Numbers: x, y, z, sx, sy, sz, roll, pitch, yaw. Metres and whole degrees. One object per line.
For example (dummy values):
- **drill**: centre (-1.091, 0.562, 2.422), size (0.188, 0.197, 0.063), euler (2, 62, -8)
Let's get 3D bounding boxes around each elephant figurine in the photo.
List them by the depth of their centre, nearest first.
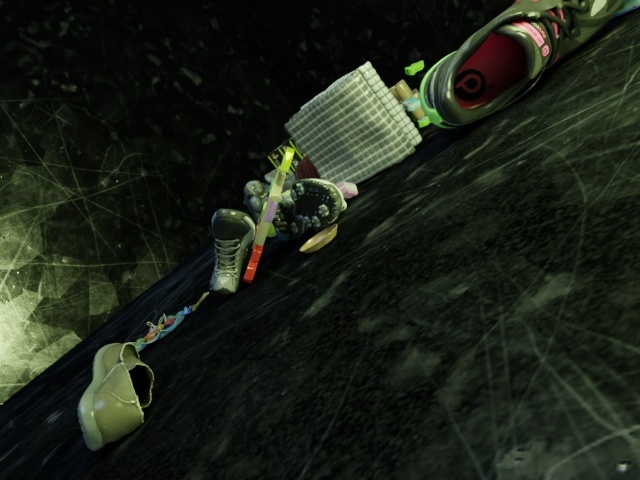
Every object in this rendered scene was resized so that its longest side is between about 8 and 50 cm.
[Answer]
- **elephant figurine**: centre (-0.110, -0.148, 1.921), size (0.239, 0.186, 0.169), euler (-27, -26, -11)

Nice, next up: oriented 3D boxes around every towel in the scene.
- **towel**: centre (0.067, -0.253, 1.467), size (0.283, 0.235, 0.121), euler (-27, 19, 45)

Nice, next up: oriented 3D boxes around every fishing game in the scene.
- **fishing game**: centre (-0.382, 0.205, 1.406), size (0.264, 0.041, 0.189), euler (-34, 7, 11)

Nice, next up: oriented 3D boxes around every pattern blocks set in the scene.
- **pattern blocks set**: centre (-0.113, -0.068, 1.343), size (0.325, 0.026, 0.286), euler (-95, 24, -76)

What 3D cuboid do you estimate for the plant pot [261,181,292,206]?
- **plant pot**: centre (-0.107, -0.105, 1.772), size (0.109, 0.096, 0.109), euler (-33, 10, 20)

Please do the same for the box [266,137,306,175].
- **box**: centre (-0.050, -0.252, 2.007), size (0.184, 0.191, 0.045), euler (-31, 13, 33)

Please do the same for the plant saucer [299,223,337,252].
- **plant saucer**: centre (0.000, 0.000, 1.115), size (0.083, 0.015, 0.083), euler (-35, 9, 7)

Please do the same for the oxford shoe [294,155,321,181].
- **oxford shoe**: centre (0.070, -0.220, 1.727), size (0.348, 0.123, 0.130), euler (-19, 0, 43)

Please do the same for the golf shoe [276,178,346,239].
- **golf shoe**: centre (-0.001, -0.080, 1.237), size (0.120, 0.105, 0.273), euler (-25, 2, -20)

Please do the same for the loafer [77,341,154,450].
- **loafer**: centre (-0.282, 0.217, 0.893), size (0.087, 0.094, 0.251), euler (-13, 17, -8)

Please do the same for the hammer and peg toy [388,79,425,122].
- **hammer and peg toy**: centre (0.213, -0.404, 2.012), size (0.266, 0.127, 0.361), euler (-36, 9, 15)

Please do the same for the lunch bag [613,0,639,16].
- **lunch bag**: centre (0.623, -0.509, 1.180), size (0.129, 0.096, 0.151), euler (-46, -1, -26)

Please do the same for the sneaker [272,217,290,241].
- **sneaker**: centre (-0.040, -0.074, 1.430), size (0.188, 0.078, 0.067), euler (-42, 11, -33)

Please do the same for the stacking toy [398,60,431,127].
- **stacking toy**: centre (0.209, -0.331, 1.551), size (0.221, 0.167, 0.052), euler (-37, 36, -26)

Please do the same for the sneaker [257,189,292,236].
- **sneaker**: centre (-0.072, -0.094, 1.607), size (0.126, 0.091, 0.240), euler (-42, 10, -38)

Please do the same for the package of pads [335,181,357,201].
- **package of pads**: centre (0.039, -0.101, 1.382), size (0.083, 0.032, 0.050), euler (-31, -22, 30)

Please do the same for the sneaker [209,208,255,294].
- **sneaker**: centre (-0.181, 0.039, 1.231), size (0.229, 0.086, 0.132), euler (102, 175, -63)

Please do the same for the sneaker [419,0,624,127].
- **sneaker**: centre (0.397, -0.373, 1.117), size (0.483, 0.185, 0.202), euler (-45, 14, 15)
